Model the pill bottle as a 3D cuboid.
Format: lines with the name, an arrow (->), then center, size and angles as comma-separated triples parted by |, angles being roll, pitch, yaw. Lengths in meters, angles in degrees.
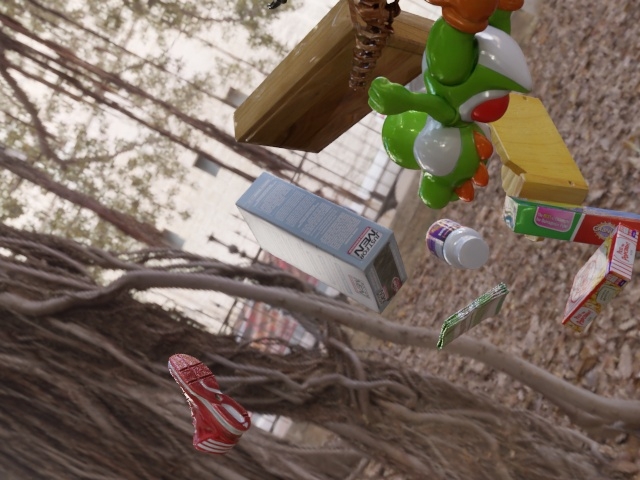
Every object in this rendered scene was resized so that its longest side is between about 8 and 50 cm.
pill bottle -> 0.350, 0.013, 1.682 | 0.108, 0.108, 0.193 | -63, 16, 5

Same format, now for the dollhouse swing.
dollhouse swing -> 0.537, -0.190, 1.887 | 0.305, 0.315, 0.347 | 123, 142, -47

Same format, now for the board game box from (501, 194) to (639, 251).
board game box -> 0.593, -0.041, 1.520 | 0.242, 0.316, 0.064 | -47, -35, -78

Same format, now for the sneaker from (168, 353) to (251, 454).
sneaker -> -0.252, 0.343, 1.338 | 0.087, 0.221, 0.128 | -3, -50, -58

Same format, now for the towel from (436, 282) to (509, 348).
towel -> 0.295, 0.151, 1.278 | 0.152, 0.023, 0.113 | -30, -31, -16

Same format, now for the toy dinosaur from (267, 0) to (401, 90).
toy dinosaur -> 0.033, -0.352, 0.798 | 0.164, 0.218, 0.322 | -10, -71, -60

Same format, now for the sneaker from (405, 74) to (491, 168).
sneaker -> 0.276, -0.269, 1.372 | 0.108, 0.293, 0.169 | -30, 25, -20

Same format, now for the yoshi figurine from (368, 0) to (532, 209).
yoshi figurine -> 0.164, -0.216, 0.939 | 0.203, 0.203, 0.362 | -90, 3, -49

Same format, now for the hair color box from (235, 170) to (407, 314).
hair color box -> 0.000, 0.000, 1.481 | 0.114, 0.374, 0.185 | -50, -34, -18

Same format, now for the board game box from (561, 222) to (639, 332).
board game box -> 0.572, 0.079, 1.354 | 0.147, 0.045, 0.194 | -57, -10, -40

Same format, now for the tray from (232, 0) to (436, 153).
tray -> 0.018, -0.286, 1.239 | 0.411, 0.202, 0.076 | -29, 63, 52
